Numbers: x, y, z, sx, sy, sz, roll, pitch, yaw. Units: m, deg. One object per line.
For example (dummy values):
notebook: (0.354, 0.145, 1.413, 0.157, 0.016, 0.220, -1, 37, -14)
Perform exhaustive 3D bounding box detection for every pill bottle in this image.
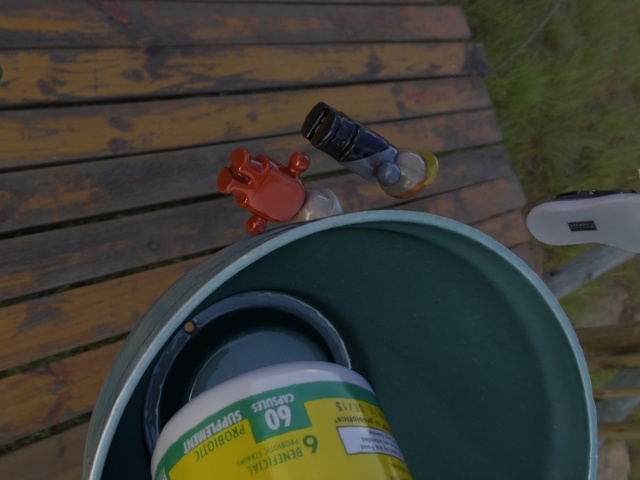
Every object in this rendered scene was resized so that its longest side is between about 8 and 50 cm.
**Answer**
pill bottle: (0.005, 0.165, 0.305, 0.117, 0.117, 0.208, 16, 37, -39)

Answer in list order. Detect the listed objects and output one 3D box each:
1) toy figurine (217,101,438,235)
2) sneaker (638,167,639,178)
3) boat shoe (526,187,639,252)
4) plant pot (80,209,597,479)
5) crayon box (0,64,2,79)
toy figurine: (0.000, 0.000, 0.691, 0.148, 0.209, 0.213, 27, 57, -34)
sneaker: (0.429, -0.116, 0.696, 0.118, 0.292, 0.110, -32, 84, -18)
boat shoe: (0.374, -0.033, 0.940, 0.076, 0.228, 0.080, -39, 109, -29)
plant pot: (-0.011, 0.124, 0.459, 0.293, 0.196, 0.293, -2, 95, -26)
crayon box: (-0.403, -0.166, 0.545, 0.278, 0.165, 0.081, -21, 64, -20)
